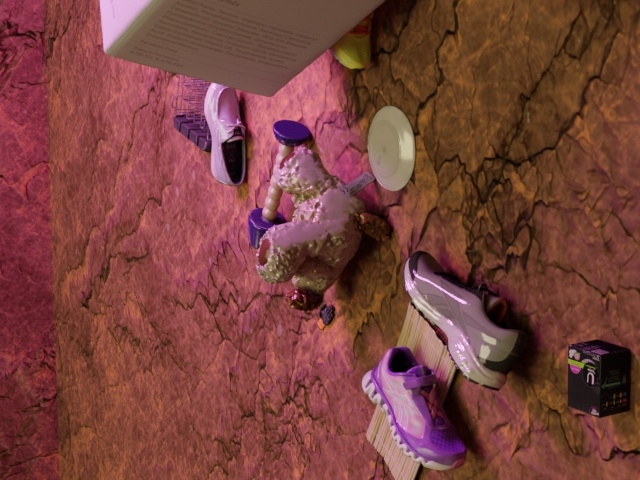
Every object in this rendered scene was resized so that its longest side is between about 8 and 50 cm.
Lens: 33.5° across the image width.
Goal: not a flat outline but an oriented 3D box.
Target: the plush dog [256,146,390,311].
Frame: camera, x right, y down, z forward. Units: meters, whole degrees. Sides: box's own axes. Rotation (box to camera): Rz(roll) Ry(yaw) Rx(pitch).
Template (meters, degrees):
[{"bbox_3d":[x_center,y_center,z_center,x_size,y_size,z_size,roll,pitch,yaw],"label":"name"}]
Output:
[{"bbox_3d":[0.000,0.000,1.863,0.225,0.211,0.262,110,172,-61],"label":"plush dog"}]

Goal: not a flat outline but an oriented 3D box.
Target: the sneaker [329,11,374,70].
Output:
[{"bbox_3d":[0.057,-0.383,1.738,0.094,0.081,0.208,-3,94,55],"label":"sneaker"}]

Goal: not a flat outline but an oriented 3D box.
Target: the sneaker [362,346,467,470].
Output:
[{"bbox_3d":[0.153,0.253,1.659,0.236,0.095,0.104,52,130,42],"label":"sneaker"}]

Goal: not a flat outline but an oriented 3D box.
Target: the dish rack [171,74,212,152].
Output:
[{"bbox_3d":[-0.252,-0.336,2.310,0.208,0.074,0.271,37,125,51],"label":"dish rack"}]

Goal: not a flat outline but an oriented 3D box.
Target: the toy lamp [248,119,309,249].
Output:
[{"bbox_3d":[-0.088,-0.100,2.056,0.080,0.080,0.274,52,138,43],"label":"toy lamp"}]

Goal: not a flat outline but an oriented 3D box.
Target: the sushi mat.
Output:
[{"bbox_3d":[0.148,0.266,1.772,0.151,0.019,0.316,51,137,42],"label":"sushi mat"}]

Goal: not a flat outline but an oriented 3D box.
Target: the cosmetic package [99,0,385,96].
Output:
[{"bbox_3d":[-0.117,-0.480,1.655,0.394,0.327,0.329,-32,57,45],"label":"cosmetic package"}]

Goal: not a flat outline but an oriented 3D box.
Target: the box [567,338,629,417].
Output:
[{"bbox_3d":[0.353,0.175,1.352,0.062,0.052,0.083,17,111,60],"label":"box"}]

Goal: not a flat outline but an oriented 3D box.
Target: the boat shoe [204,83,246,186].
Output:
[{"bbox_3d":[-0.187,-0.222,2.219,0.081,0.079,0.227,25,124,49],"label":"boat shoe"}]

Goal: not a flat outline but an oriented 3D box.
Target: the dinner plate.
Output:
[{"bbox_3d":[0.112,-0.152,1.754,0.141,0.017,0.141,23,116,59],"label":"dinner plate"}]

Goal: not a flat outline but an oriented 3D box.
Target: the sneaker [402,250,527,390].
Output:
[{"bbox_3d":[0.215,0.098,1.562,0.108,0.100,0.271,-54,42,18],"label":"sneaker"}]

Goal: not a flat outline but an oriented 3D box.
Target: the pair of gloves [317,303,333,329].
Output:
[{"bbox_3d":[0.000,0.122,2.014,0.083,0.010,0.074,66,146,27],"label":"pair of gloves"}]
